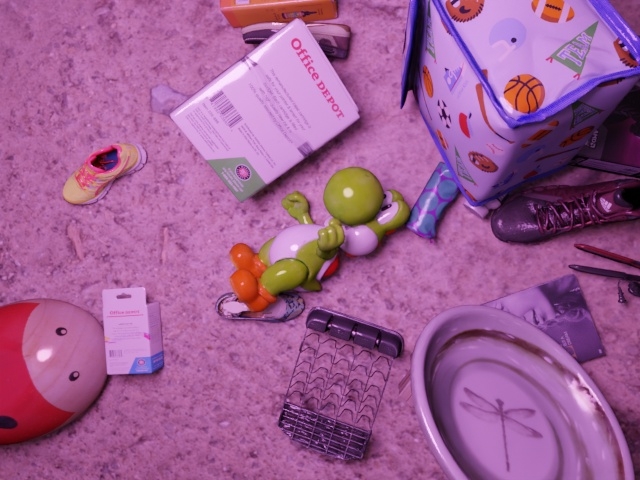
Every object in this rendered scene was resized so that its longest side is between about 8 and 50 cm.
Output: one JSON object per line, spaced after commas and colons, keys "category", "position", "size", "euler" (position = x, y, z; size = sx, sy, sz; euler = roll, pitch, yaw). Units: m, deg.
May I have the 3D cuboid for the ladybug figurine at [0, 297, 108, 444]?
{"category": "ladybug figurine", "position": [-0.678, 0.294, 1.023], "size": [0.448, 0.162, 0.305], "euler": [-23, 87, 8]}

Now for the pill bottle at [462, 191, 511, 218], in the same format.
{"category": "pill bottle", "position": [0.331, -0.103, 0.915], "size": [0.067, 0.067, 0.120], "euler": [39, 96, 7]}

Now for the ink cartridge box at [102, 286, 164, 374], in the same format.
{"category": "ink cartridge box", "position": [-0.405, 0.191, 1.031], "size": [0.104, 0.061, 0.182], "euler": [-4, 90, 8]}

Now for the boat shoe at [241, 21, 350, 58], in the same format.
{"category": "boat shoe", "position": [-0.051, -0.400, 0.966], "size": [0.223, 0.080, 0.074], "euler": [2, 107, 5]}

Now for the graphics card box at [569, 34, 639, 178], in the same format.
{"category": "graphics card box", "position": [0.645, -0.221, 0.854], "size": [0.370, 0.094, 0.233], "euler": [14, 92, 9]}

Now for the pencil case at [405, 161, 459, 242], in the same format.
{"category": "pencil case", "position": [0.227, -0.076, 0.932], "size": [0.070, 0.064, 0.152], "euler": [31, 95, 0]}

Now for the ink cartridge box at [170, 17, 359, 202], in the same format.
{"category": "ink cartridge box", "position": [-0.102, -0.248, 0.918], "size": [0.289, 0.122, 0.211], "euler": [-34, 114, 7]}

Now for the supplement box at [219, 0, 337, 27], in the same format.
{"category": "supplement box", "position": [-0.083, -0.496, 0.974], "size": [0.233, 0.078, 0.080], "euler": [1, 87, 8]}

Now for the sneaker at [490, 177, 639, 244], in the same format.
{"category": "sneaker", "position": [0.456, -0.063, 0.847], "size": [0.281, 0.162, 0.107], "euler": [-15, 88, 8]}

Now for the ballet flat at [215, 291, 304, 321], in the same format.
{"category": "ballet flat", "position": [-0.130, 0.139, 0.988], "size": [0.188, 0.070, 0.070], "euler": [-4, 89, 8]}

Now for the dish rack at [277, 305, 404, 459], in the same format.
{"category": "dish rack", "position": [0.034, 0.291, 0.962], "size": [0.208, 0.074, 0.272], "euler": [17, 94, 10]}

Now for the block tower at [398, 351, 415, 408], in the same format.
{"category": "block tower", "position": [0.299, 0.344, 0.909], "size": [0.335, 0.091, 0.097], "euler": [37, 95, 8]}

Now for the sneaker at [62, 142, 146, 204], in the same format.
{"category": "sneaker", "position": [-0.484, -0.151, 1.027], "size": [0.208, 0.094, 0.082], "euler": [-34, 87, 9]}

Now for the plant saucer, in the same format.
{"category": "plant saucer", "position": [0.312, 0.299, 0.792], "size": [0.400, 0.400, 0.101], "euler": [34, 132, 7]}

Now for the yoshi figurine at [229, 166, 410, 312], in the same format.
{"category": "yoshi figurine", "position": [-0.013, -0.024, 0.909], "size": [0.361, 0.203, 0.204], "euler": [-28, 79, 5]}

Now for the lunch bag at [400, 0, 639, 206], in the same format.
{"category": "lunch bag", "position": [0.254, -0.294, 0.766], "size": [0.238, 0.328, 0.386], "euler": [-23, 74, 1]}

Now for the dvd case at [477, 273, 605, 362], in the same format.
{"category": "dvd case", "position": [0.412, 0.178, 0.928], "size": [0.221, 0.018, 0.165], "euler": [-21, 87, 8]}

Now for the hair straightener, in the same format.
{"category": "hair straightener", "position": [0.581, 0.079, 0.894], "size": [0.230, 0.047, 0.089], "euler": [17, 93, 4]}
